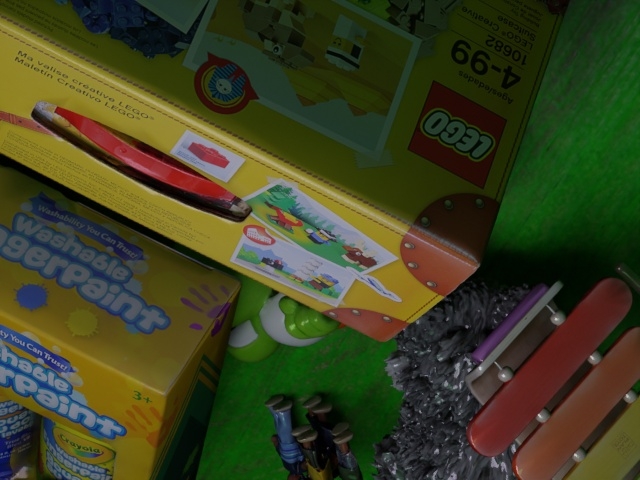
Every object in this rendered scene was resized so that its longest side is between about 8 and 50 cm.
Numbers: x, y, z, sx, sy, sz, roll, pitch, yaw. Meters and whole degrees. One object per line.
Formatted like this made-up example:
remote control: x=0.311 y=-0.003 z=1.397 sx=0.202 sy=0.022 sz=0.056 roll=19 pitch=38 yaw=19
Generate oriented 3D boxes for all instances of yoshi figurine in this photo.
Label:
yoshi figurine: x=-0.021 y=0.001 z=1.854 sx=0.203 sy=0.203 sz=0.362 roll=48 pitch=130 yaw=0

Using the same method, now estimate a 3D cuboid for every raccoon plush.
raccoon plush: x=0.187 y=0.240 z=1.827 sx=0.216 sy=0.446 sz=0.299 roll=-18 pitch=144 yaw=-8

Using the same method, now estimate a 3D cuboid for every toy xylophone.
toy xylophone: x=0.279 y=0.157 z=1.754 sx=0.323 sy=0.236 sz=0.081 roll=39 pitch=168 yaw=-12

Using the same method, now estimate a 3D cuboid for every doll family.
doll family: x=-0.004 y=0.236 z=2.054 sx=0.076 sy=0.193 sz=0.111 roll=-21 pitch=113 yaw=-9

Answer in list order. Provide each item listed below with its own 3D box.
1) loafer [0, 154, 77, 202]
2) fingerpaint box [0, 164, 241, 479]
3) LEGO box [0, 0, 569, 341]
loafer: x=-0.357 y=-0.034 z=1.998 sx=0.302 sy=0.109 sz=0.095 roll=32 pitch=148 yaw=0
fingerpaint box: x=-0.330 y=0.102 z=1.898 sx=0.445 sy=0.163 sz=0.371 roll=27 pitch=142 yaw=8
LEGO box: x=-0.077 y=-0.207 z=1.526 sx=0.500 sy=0.372 sz=0.193 roll=26 pitch=151 yaw=-11
